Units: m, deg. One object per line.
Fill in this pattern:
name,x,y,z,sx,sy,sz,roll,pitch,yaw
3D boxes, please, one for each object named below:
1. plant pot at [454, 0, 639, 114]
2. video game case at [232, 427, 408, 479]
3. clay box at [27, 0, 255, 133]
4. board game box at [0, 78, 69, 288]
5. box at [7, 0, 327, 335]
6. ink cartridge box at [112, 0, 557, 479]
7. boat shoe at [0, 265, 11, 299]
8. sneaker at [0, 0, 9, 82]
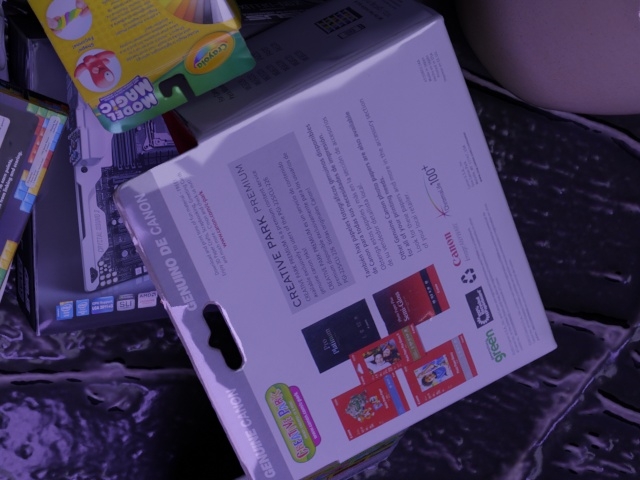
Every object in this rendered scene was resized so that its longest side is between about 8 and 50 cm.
plant pot,0.218,-0.211,1.402,0.284,0.284,0.191,29,134,-31
video game case,-0.031,0.207,1.504,0.227,0.206,0.026,-26,77,-12
clay box,-0.147,-0.197,1.246,0.127,0.053,0.222,-25,111,8
board game box,-0.265,-0.036,1.189,0.141,0.048,0.170,22,101,-12
box,-0.090,-0.066,1.409,0.307,0.076,0.242,-6,114,-21
ink cartridge box,0.000,0.000,1.355,0.272,0.130,0.309,-27,119,-9
boat shoe,-0.339,0.085,1.307,0.099,0.116,0.319,29,120,-28
sneaker,-0.379,-0.129,1.222,0.366,0.137,0.210,-2,112,-29
